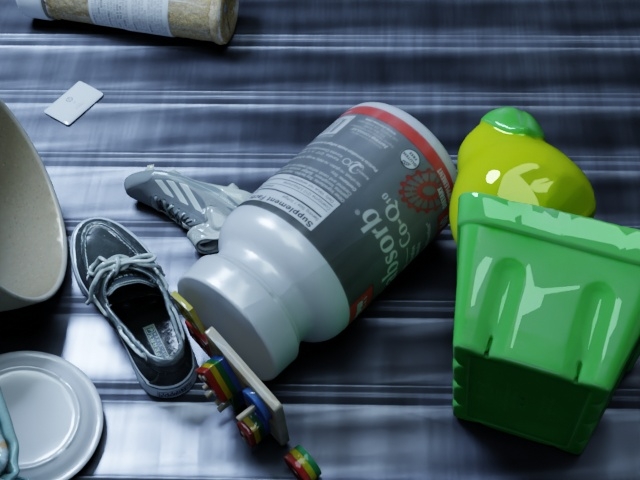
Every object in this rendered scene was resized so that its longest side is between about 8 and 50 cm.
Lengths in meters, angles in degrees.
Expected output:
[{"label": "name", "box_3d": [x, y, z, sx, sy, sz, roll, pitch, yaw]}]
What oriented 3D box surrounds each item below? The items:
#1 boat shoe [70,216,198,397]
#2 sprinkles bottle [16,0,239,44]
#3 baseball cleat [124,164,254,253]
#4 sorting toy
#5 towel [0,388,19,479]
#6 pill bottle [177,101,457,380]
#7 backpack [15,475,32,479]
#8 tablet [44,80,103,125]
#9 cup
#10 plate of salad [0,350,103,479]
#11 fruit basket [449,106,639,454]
[{"label": "boat shoe", "box_3d": [-0.256, 0.065, 1.448, 0.113, 0.105, 0.306, -20, 55, -13]}, {"label": "sprinkles bottle", "box_3d": [-0.316, -0.404, 1.800, 0.355, 0.121, 0.121, 10, 53, 9]}, {"label": "baseball cleat", "box_3d": [-0.191, -0.042, 1.552, 0.205, 0.072, 0.109, 8, 60, 12]}, {"label": "sorting toy", "box_3d": [-0.106, 0.181, 1.321, 0.046, 0.132, 0.274, -37, 67, -16]}, {"label": "towel", "box_3d": [-0.525, 0.149, 1.242, 0.320, 0.090, 0.375, -25, 81, 24]}, {"label": "pill bottle", "box_3d": [0.000, 0.000, 1.426, 0.210, 0.210, 0.363, 34, 61, 24]}, {"label": "backpack", "box_3d": [-0.342, 0.356, 1.219, 0.151, 0.115, 0.182, -6, 55, -4]}, {"label": "tablet", "box_3d": [-0.390, -0.218, 1.731, 0.054, 0.006, 0.083, 29, 58, 22]}, {"label": "cup", "box_3d": [-0.522, -0.032, 1.428, 0.236, 0.331, 0.331, -22, 52, 11]}, {"label": "plate of salad", "box_3d": [-0.371, 0.228, 1.363, 0.199, 0.048, 0.200, 6, 53, -8]}, {"label": "fruit basket", "box_3d": [0.268, 0.025, 1.301, 0.282, 0.392, 0.392, 16, 54, 13]}]
